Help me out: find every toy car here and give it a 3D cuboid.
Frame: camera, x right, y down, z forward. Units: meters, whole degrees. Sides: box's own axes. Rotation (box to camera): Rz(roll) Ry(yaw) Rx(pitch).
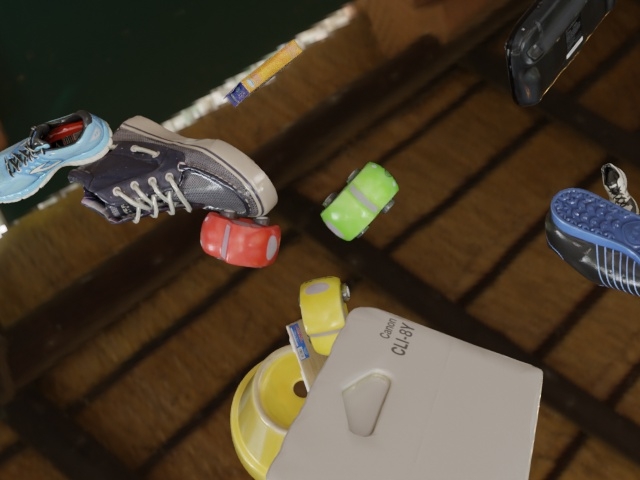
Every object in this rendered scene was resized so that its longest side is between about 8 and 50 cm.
[{"bbox_3d":[0.000,0.000,1.391,0.225,0.239,0.053,-46,-176,14],"label":"toy car"}]

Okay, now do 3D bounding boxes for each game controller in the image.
[{"bbox_3d":[0.400,-0.362,1.935,0.067,0.166,0.319,28,-118,25],"label":"game controller"}]

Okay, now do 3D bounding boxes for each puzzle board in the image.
[{"bbox_3d":[-0.009,0.174,1.693,0.011,0.128,0.096,-21,178,25],"label":"puzzle board"}]

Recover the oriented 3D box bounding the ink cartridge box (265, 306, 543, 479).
[{"bbox_3d":[0.024,0.286,0.865,0.160,0.384,0.279,18,-154,7],"label":"ink cartridge box"}]

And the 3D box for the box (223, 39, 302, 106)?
[{"bbox_3d":[-0.095,-0.263,1.883,0.136,0.028,0.081,-44,-173,-22],"label":"box"}]

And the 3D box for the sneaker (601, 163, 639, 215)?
[{"bbox_3d":[0.357,-0.056,1.422,0.032,0.037,0.083,-30,-127,23],"label":"sneaker"}]

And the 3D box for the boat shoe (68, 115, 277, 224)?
[{"bbox_3d":[-0.222,-0.071,1.712,0.340,0.127,0.158,20,-125,44],"label":"boat shoe"}]

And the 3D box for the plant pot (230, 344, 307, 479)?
[{"bbox_3d":[-0.032,0.291,2.027,0.254,0.254,0.239,-28,159,-14],"label":"plant pot"}]

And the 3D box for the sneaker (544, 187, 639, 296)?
[{"bbox_3d":[0.366,0.025,1.371,0.232,0.090,0.081,34,-116,22],"label":"sneaker"}]

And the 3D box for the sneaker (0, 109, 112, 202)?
[{"bbox_3d":[-0.311,-0.100,1.284,0.162,0.063,0.073,-30,162,-3],"label":"sneaker"}]
